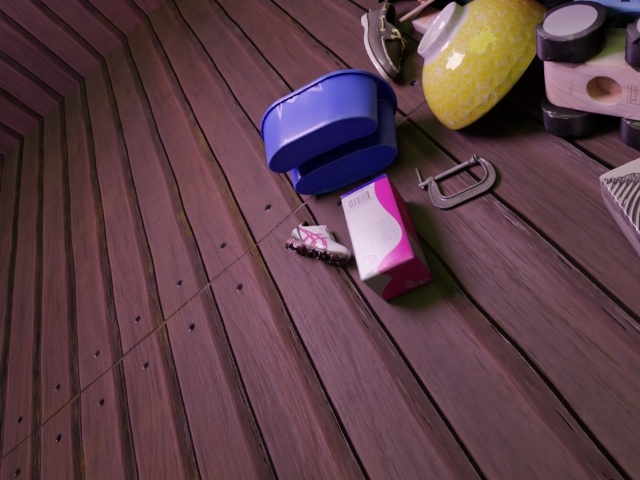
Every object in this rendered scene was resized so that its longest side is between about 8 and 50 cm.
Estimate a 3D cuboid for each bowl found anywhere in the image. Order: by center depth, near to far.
[{"bbox_3d":[0.297,-0.393,0.983,0.289,0.156,0.289,-54,15,21],"label":"bowl"}]

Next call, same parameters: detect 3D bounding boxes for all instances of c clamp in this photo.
[{"bbox_3d":[0.282,-0.134,1.007,0.161,0.022,0.137,-21,52,24],"label":"c clamp"}]

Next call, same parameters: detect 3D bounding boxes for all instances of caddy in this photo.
[{"bbox_3d":[0.020,-0.259,1.128,0.341,0.241,0.179,-20,57,24],"label":"caddy"}]

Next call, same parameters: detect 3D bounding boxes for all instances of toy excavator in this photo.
[{"bbox_3d":[0.649,-0.373,0.791,0.433,0.222,0.445,27,71,42],"label":"toy excavator"}]

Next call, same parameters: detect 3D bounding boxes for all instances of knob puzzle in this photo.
[{"bbox_3d":[0.318,-0.664,1.261,0.213,0.030,0.213,-31,16,10],"label":"knob puzzle"}]

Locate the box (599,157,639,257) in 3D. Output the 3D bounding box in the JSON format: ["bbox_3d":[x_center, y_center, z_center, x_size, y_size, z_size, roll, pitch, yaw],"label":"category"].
[{"bbox_3d":[0.528,0.002,0.693,0.113,0.094,0.275,-27,49,19],"label":"box"}]

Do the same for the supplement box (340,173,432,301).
[{"bbox_3d":[0.131,-0.007,0.972,0.111,0.114,0.220,-26,49,19],"label":"supplement box"}]

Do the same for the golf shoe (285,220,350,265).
[{"bbox_3d":[0.000,0.000,1.092,0.186,0.067,0.086,18,72,42],"label":"golf shoe"}]

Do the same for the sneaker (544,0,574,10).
[{"bbox_3d":[0.571,-0.543,1.032,0.228,0.130,0.087,-27,45,-18],"label":"sneaker"}]

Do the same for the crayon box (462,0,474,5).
[{"bbox_3d":[0.439,-0.618,1.060,0.202,0.081,0.318,-34,13,13],"label":"crayon box"}]

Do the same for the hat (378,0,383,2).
[{"bbox_3d":[0.294,-0.713,1.371,0.173,0.183,0.208,-49,2,-16],"label":"hat"}]

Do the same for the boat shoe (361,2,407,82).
[{"bbox_3d":[0.178,-0.542,1.287,0.091,0.109,0.305,-26,46,26],"label":"boat shoe"}]

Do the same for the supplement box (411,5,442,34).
[{"bbox_3d":[0.298,-0.582,1.276,0.062,0.036,0.098,-40,45,6],"label":"supplement box"}]
